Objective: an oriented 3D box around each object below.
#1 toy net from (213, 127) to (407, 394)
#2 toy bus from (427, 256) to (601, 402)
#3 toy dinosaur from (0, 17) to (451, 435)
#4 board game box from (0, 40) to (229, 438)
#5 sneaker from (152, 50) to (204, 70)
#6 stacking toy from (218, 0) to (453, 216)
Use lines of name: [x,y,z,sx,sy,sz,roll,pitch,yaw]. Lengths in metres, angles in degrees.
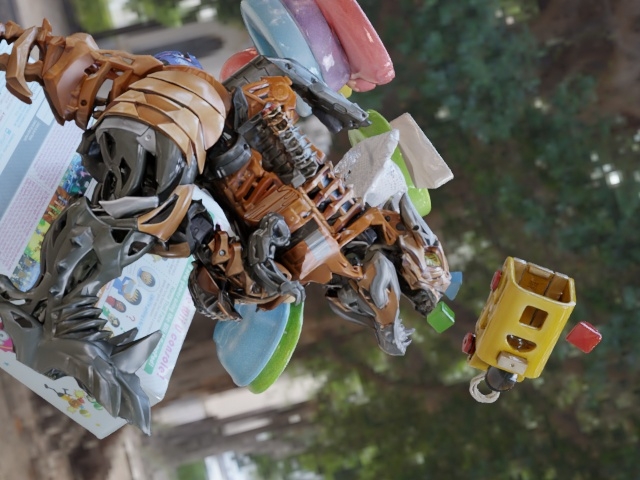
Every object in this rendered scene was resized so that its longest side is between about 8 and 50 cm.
toy net: [0.000,0.000,0.945,0.232,0.045,0.122,-46,-158,41]
toy bus: [0.243,0.125,1.834,0.202,0.191,0.104,61,18,-21]
toy dinosaur: [-0.093,-0.020,0.799,0.322,0.218,0.164,28,-8,12]
board game box: [-0.236,-0.018,1.187,0.303,0.097,0.224,39,41,-19]
sneaker: [-0.119,-0.110,1.148,0.221,0.083,0.087,94,-24,-82]
stacking toy: [-0.002,-0.126,1.523,0.279,0.130,0.309,59,-7,4]
